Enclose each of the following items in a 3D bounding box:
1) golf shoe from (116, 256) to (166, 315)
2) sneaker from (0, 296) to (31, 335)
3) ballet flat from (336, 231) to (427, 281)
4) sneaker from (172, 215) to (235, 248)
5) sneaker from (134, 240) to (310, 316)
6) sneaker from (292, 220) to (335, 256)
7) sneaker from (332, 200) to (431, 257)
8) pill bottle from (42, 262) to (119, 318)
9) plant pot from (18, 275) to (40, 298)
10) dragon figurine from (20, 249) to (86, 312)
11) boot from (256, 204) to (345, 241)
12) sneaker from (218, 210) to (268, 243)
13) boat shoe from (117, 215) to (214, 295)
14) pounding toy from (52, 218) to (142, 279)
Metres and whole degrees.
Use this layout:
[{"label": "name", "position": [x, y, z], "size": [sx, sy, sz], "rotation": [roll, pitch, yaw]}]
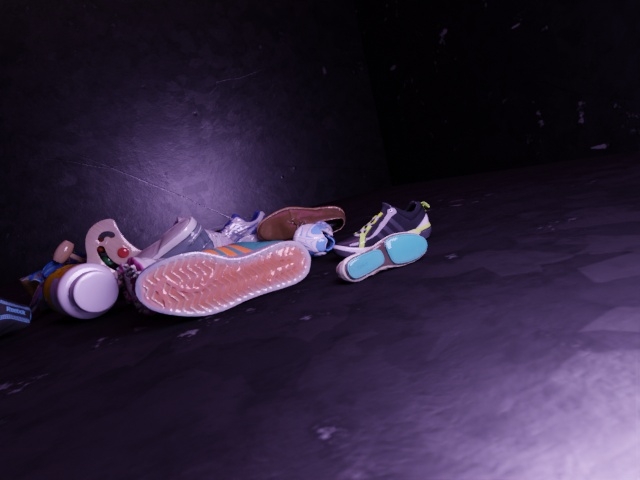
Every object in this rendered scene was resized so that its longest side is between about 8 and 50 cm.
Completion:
[{"label": "golf shoe", "position": [-0.327, 0.076, 0.852], "size": [0.140, 0.115, 0.306], "rotation": [-14, 8, -32]}, {"label": "sneaker", "position": [-0.772, 0.192, 0.870], "size": [0.341, 0.125, 0.139], "rotation": [-13, -20, 20]}, {"label": "ballet flat", "position": [0.101, 0.025, 0.699], "size": [0.168, 0.057, 0.052], "rotation": [-16, -1, -21]}, {"label": "sneaker", "position": [-0.336, -0.003, 1.213], "size": [0.152, 0.114, 0.305], "rotation": [-6, -12, -3]}, {"label": "sneaker", "position": [-0.173, 0.062, 0.738], "size": [0.302, 0.108, 0.121], "rotation": [-9, 3, -31]}, {"label": "sneaker", "position": [0.000, 0.000, 1.009], "size": [0.086, 0.085, 0.237], "rotation": [22, 9, 10]}, {"label": "sneaker", "position": [0.127, -0.030, 0.881], "size": [0.234, 0.097, 0.084], "rotation": [-16, 8, -18]}, {"label": "pill bottle", "position": [-0.520, 0.109, 0.904], "size": [0.215, 0.117, 0.117], "rotation": [-5, 11, 46]}, {"label": "plant pot", "position": [-0.819, 0.141, 1.256], "size": [0.134, 0.095, 0.134], "rotation": [-13, 8, 2]}, {"label": "dragon figurine", "position": [-0.731, 0.108, 1.117], "size": [0.085, 0.144, 0.289], "rotation": [-25, 6, 9]}, {"label": "boot", "position": [-0.066, -0.052, 1.374], "size": [0.305, 0.112, 0.115], "rotation": [-11, 18, 2]}, {"label": "sneaker", "position": [-0.320, -0.023, 1.472], "size": [0.296, 0.131, 0.112], "rotation": [-19, 12, -30]}, {"label": "boat shoe", "position": [-0.402, 0.064, 1.043], "size": [0.319, 0.099, 0.116], "rotation": [-34, 30, 19]}, {"label": "pounding toy", "position": [-0.577, 0.025, 1.167], "size": [0.269, 0.154, 0.155], "rotation": [21, -7, -25]}]
